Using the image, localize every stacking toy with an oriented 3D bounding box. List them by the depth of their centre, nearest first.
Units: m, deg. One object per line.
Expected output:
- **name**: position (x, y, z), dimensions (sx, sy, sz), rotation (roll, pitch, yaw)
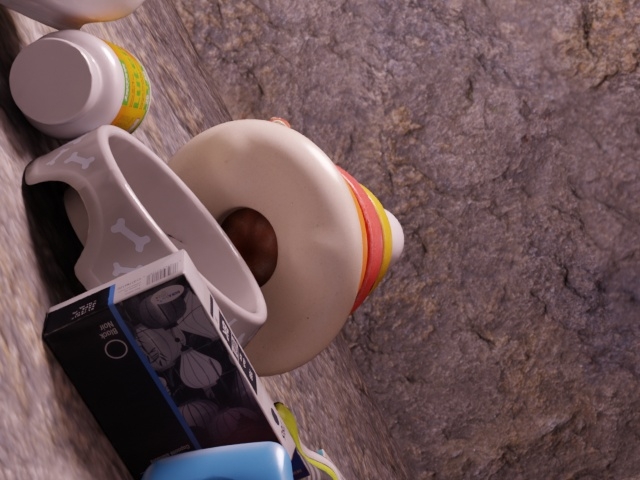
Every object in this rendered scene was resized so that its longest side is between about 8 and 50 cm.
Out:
- **stacking toy**: position (-0.091, 0.352, 1.330), dimensions (0.302, 0.166, 0.175), rotation (79, 1, -59)
- **stacking toy**: position (0.000, 0.000, 1.835), dimensions (0.480, 0.351, 0.350), rotation (-7, 71, -59)

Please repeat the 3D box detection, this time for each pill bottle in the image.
- **pill bottle**: position (-0.304, -0.192, 1.551), dimensions (0.246, 0.136, 0.136), rotation (-36, 102, -85)

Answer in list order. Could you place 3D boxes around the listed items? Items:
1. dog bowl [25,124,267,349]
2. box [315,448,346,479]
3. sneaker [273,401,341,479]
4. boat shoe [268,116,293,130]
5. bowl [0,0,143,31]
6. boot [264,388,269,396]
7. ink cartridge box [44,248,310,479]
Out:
- **dog bowl**: position (-0.196, 0.008, 1.478), dimensions (0.349, 0.102, 0.349), rotation (49, 8, -10)
- **box**: position (0.030, 0.490, 2.279), dimensions (0.244, 0.060, 0.100), rotation (60, 8, -48)
- **sneaker**: position (-0.049, 0.374, 1.887), dimensions (0.300, 0.111, 0.121), rotation (54, 22, -40)
- **boat shoe**: position (-0.047, -0.143, 2.034), dimensions (0.137, 0.049, 0.043), rotation (59, 2, -16)
- **bowl**: position (-0.346, -0.352, 1.557), dimensions (0.298, 0.134, 0.298), rotation (27, 10, -5)
- **boot**: position (-0.115, 0.252, 1.567), dimensions (0.084, 0.059, 0.158), rotation (41, 65, -54)
- **ink cartridge box**: position (-0.145, 0.182, 1.329), dimensions (0.065, 0.165, 0.332), rotation (-104, 168, -62)
